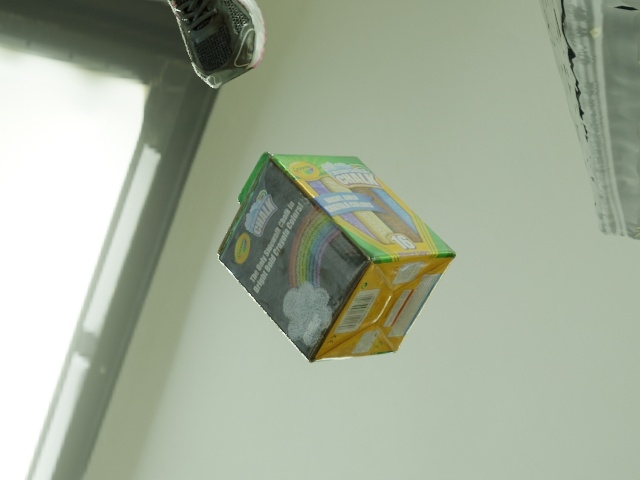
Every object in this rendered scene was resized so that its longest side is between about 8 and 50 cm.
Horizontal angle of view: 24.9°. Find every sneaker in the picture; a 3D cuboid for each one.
[{"bbox_3d":[-0.104,-0.202,1.157,0.072,0.178,0.077,-34,-32,22],"label":"sneaker"}]

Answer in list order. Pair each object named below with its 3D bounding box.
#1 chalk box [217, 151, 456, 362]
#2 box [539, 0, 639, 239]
[{"bbox_3d":[0.000,0.000,1.428,0.132,0.213,0.132,-2,-50,-46],"label":"chalk box"},{"bbox_3d":[0.179,-0.286,0.558,0.297,0.472,0.480,-16,-100,12],"label":"box"}]
